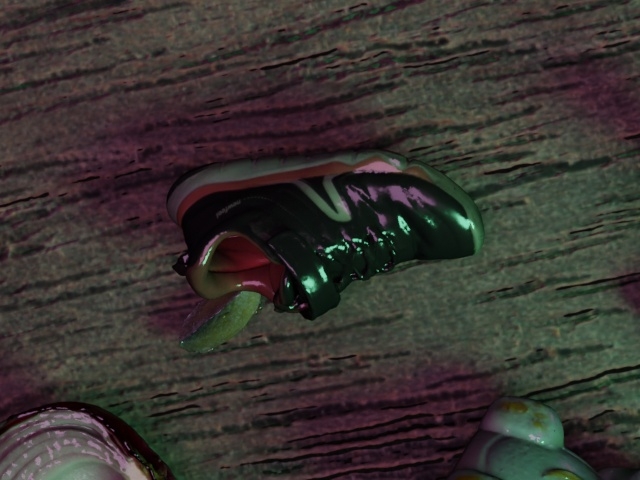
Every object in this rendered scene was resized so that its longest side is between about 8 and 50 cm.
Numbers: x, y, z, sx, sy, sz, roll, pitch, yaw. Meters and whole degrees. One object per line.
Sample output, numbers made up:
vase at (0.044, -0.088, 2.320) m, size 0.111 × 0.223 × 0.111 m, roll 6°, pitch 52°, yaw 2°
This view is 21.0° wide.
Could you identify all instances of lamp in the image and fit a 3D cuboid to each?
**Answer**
lamp at (0.241, 0.303, 1.512) m, size 0.301 × 0.247 × 0.247 m, roll 24°, pitch 126°, yaw 13°

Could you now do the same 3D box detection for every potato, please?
potato at (-0.093, 0.068, 1.622) m, size 0.093 × 0.036 × 0.037 m, roll -40°, pitch 130°, yaw 7°

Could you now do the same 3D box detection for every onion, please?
onion at (-0.259, 0.278, 1.604) m, size 0.283 × 0.120 × 0.227 m, roll -31°, pitch 89°, yaw 4°

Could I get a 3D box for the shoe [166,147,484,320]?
shoe at (0.000, 0.000, 1.543) m, size 0.291 × 0.114 × 0.137 m, roll -1°, pitch 53°, yaw 8°
